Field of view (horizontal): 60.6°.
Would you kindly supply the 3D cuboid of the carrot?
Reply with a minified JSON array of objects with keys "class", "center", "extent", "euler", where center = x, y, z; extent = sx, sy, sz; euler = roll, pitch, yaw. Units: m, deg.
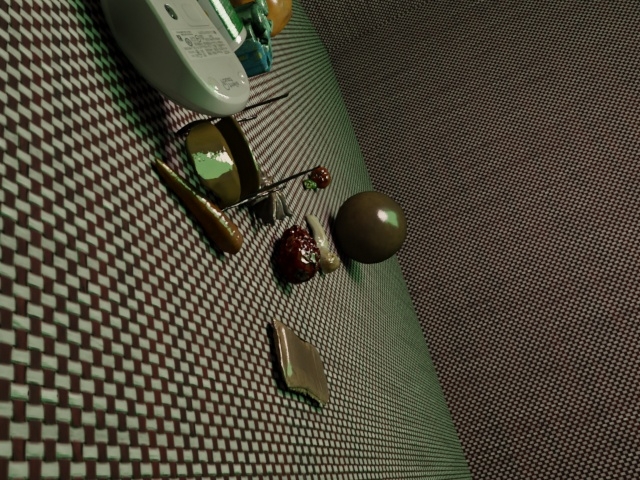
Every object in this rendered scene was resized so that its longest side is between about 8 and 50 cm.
[{"class":"carrot","center":[-0.195,-0.055,0.884],"extent":[0.216,0.048,0.048],"euler":[53,20,-34]}]

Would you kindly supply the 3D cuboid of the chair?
[{"class":"chair","center":[-0.149,-0.149,0.978],"extent":[0.246,0.172,0.159],"euler":[-26,94,-33]}]

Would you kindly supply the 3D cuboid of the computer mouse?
[{"class":"computer mouse","center":[-0.245,-0.314,0.887],"extent":[0.297,0.121,0.184],"euler":[55,26,-11]}]

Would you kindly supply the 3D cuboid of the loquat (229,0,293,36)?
[{"class":"loquat","center":[-0.192,-0.699,1.590],"extent":[0.238,0.193,0.238],"euler":[36,24,-19]}]

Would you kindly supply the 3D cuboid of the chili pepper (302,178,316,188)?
[{"class":"chili pepper","center":[-0.036,-0.176,1.709],"extent":[0.091,0.034,0.030],"euler":[-24,125,-77]}]

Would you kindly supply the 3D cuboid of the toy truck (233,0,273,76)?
[{"class":"toy truck","center":[-0.195,-0.502,1.355],"extent":[0.279,0.154,0.156],"euler":[-93,166,-55]}]

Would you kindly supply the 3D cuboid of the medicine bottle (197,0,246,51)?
[{"class":"medicine bottle","center":[-0.270,-0.500,1.094],"extent":[0.274,0.133,0.134],"euler":[57,17,-38]}]

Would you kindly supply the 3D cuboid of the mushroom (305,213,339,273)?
[{"class":"mushroom","center":[0.001,0.001,1.523],"extent":[0.059,0.054,0.202],"euler":[57,11,-54]}]

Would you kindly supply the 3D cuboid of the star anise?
[{"class":"star anise","center":[-0.132,-0.115,1.173],"extent":[0.183,0.065,0.195],"euler":[62,18,-2]}]

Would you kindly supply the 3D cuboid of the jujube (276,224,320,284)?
[{"class":"jujube","center":[-0.050,0.022,1.200],"extent":[0.104,0.104,0.166],"euler":[57,13,-37]}]

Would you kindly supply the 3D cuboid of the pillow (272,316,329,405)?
[{"class":"pillow","center":[-0.036,0.237,1.047],"extent":[0.211,0.034,0.135],"euler":[52,17,-53]}]

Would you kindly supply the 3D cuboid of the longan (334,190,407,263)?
[{"class":"longan","center":[0.163,-0.039,1.826],"extent":[0.258,0.257,0.258],"euler":[60,16,-29]}]

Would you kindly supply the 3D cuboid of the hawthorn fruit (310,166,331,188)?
[{"class":"hawthorn fruit","center":[0.000,-0.203,1.800],"extent":[0.077,0.077,0.077],"euler":[60,16,-29]}]
